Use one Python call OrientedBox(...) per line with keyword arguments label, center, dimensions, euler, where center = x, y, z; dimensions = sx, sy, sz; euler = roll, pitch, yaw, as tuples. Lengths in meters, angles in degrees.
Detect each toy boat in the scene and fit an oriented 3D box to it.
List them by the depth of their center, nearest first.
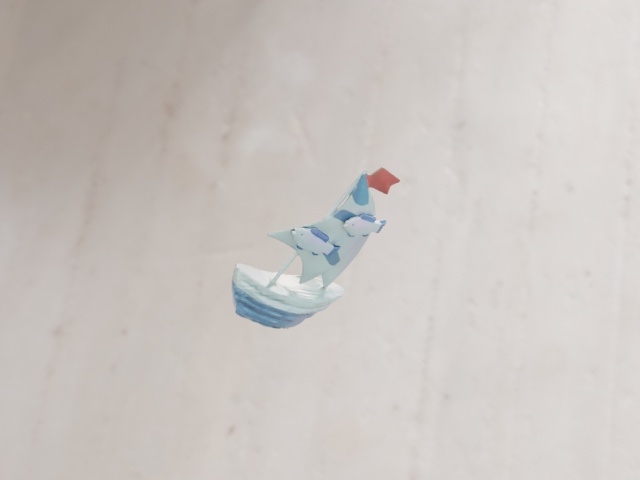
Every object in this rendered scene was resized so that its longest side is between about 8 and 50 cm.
OrientedBox(label="toy boat", center=(0.001, 0.008, 1.276), dimensions=(0.149, 0.105, 0.034), euler=(-41, 54, 2))
